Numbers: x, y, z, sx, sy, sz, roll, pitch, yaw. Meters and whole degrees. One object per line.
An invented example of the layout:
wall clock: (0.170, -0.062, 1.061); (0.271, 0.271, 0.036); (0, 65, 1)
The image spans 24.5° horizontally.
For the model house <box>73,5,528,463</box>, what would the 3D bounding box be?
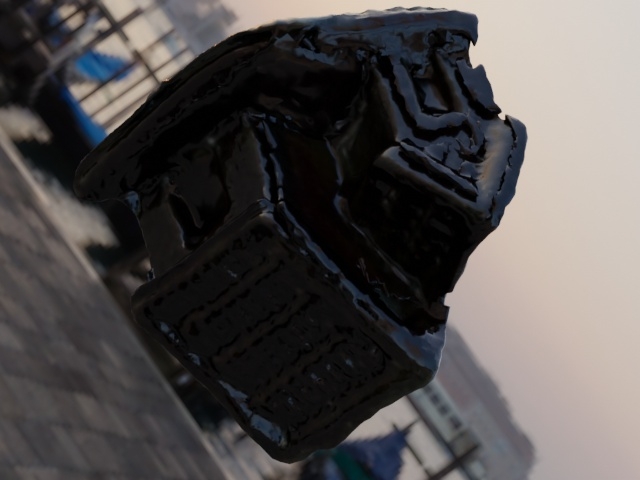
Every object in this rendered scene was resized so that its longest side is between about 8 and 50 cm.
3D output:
model house: (0.005, -0.004, 0.583); (0.106, 0.165, 0.152); (24, 37, -45)
